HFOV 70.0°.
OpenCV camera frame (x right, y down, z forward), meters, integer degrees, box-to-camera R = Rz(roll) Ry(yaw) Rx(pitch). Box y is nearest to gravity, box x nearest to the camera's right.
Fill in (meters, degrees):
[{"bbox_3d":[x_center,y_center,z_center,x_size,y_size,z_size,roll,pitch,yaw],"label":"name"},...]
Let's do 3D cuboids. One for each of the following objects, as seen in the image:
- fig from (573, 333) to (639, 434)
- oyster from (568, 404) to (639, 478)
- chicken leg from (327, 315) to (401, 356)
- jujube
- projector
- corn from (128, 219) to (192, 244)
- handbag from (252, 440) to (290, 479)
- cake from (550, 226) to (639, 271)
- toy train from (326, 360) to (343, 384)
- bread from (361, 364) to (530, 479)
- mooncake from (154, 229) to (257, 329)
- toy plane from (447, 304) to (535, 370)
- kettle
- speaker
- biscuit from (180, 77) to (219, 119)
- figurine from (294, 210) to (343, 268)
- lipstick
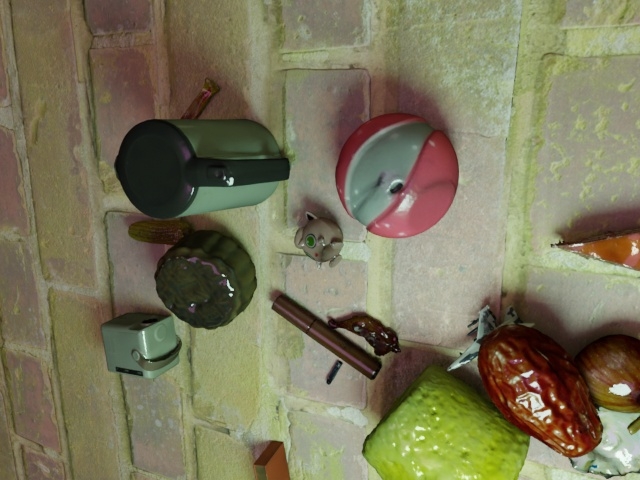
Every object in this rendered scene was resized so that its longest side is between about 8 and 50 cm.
[{"bbox_3d":[0.651,0.300,0.961,0.174,0.207,0.175,-2,105,-7],"label":"fig"},{"bbox_3d":[0.653,0.468,1.073,0.259,0.092,0.198,-15,95,16],"label":"oyster"},{"bbox_3d":[0.124,0.254,1.264,0.219,0.048,0.090,26,107,15],"label":"chicken leg"},{"bbox_3d":[0.470,0.316,0.983,0.197,0.197,0.290,-42,79,25],"label":"jujube"},{"bbox_3d":[-0.589,0.345,1.522,0.242,0.163,0.178,1,102,27],"label":"projector"},{"bbox_3d":[-0.511,-0.028,1.454,0.230,0.080,0.080,5,103,24],"label":"corn"},{"bbox_3d":[-0.148,0.756,1.443,0.062,0.127,0.190,-6,100,23],"label":"handbag"},{"bbox_3d":[0.649,0.009,0.969,0.287,0.098,0.135,7,105,17],"label":"cake"},{"bbox_3d":[0.040,0.390,1.345,0.017,0.017,0.083,33,111,15],"label":"toy train"},{"bbox_3d":[0.286,0.504,1.099,0.307,0.348,0.348,35,112,19],"label":"bread"},{"bbox_3d":[-0.337,0.123,1.342,0.290,0.161,0.291,6,115,13],"label":"mooncake"},{"bbox_3d":[0.409,0.248,1.125,0.234,0.082,0.160,-33,96,13],"label":"toy plane"},{"bbox_3d":[-0.244,-0.180,1.143,0.360,0.376,0.250,10,105,21],"label":"kettle"},{"bbox_3d":[0.171,-0.156,1.087,0.294,0.294,0.295,5,103,22],"label":"speaker"},{"bbox_3d":[-0.397,-0.357,1.363,0.048,0.026,0.292,40,115,-11],"label":"biscuit"},{"bbox_3d":[0.000,0.000,1.221,0.138,0.125,0.125,39,114,28],"label":"figurine"},{"bbox_3d":[0.014,0.275,1.310,0.356,0.057,0.057,33,112,13],"label":"lipstick"}]
